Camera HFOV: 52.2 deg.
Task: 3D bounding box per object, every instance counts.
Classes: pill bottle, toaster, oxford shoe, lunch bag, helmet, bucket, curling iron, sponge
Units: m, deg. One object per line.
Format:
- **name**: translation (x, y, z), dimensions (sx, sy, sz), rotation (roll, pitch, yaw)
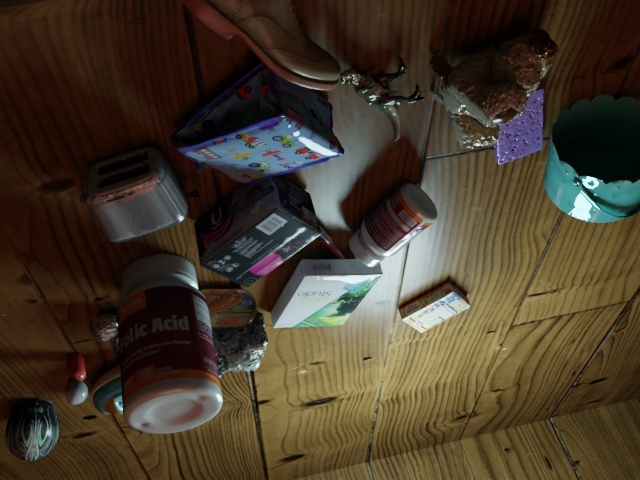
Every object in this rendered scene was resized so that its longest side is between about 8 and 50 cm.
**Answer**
- **pill bottle**: translation (0.182, -0.035, 1.668), dimensions (0.121, 0.121, 0.221), rotation (21, 129, -39)
- **toaster**: translation (-0.380, -0.099, 1.367), dimensions (0.227, 0.129, 0.146), rotation (-17, 141, 2)
- **pill bottle**: translation (-0.372, 0.239, 1.577), dimensions (0.224, 0.392, 0.224), rotation (-11, 142, -9)
- **oxford shoe**: translation (-0.072, -0.379, 1.139), dimensions (0.348, 0.123, 0.130), rotation (22, 123, -41)
- **lunch bag**: translation (-0.139, -0.202, 1.327), dimensions (0.293, 0.138, 0.221), rotation (-25, 155, 26)
- **helmet**: translation (-0.888, 0.590, 2.015), dimensions (0.169, 0.161, 0.169), rotation (-11, 142, -8)
- **bucket**: translation (0.674, -0.188, 1.556), dimensions (0.281, 0.281, 0.183), rotation (-15, 146, -3)
- **curling iron**: translation (0.000, 0.000, 1.713), dimensions (0.068, 0.035, 0.274), rotation (-22, 143, 7)
- **sponge**: translation (0.468, -0.275, 1.549), dimensions (0.117, 0.031, 0.210), rotation (-20, 143, 3)

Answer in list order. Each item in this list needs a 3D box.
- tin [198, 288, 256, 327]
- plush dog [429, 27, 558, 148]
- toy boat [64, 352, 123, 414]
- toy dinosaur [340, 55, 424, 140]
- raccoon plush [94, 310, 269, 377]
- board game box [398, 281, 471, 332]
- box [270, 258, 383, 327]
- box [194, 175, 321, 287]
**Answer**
- **tin**: translation (-0.271, 0.185, 1.792), dimensions (0.190, 0.106, 0.040), rotation (3, 173, -24)
- **plush dog**: translation (0.370, -0.338, 1.347), dimensions (0.225, 0.210, 0.262), rotation (-29, 172, -7)
- **toy boat**: translation (-0.622, 0.441, 1.941), dimensions (0.267, 0.148, 0.318), rotation (-34, 140, 22)
- **toy dinosaur**: translation (0.142, -0.308, 1.362), dimensions (0.118, 0.064, 0.268), rotation (-27, 145, 23)
- **raccoon plush**: translation (-0.347, 0.274, 1.806), dimensions (0.299, 0.216, 0.446), rotation (-39, 138, 15)
- **board game box**: translation (0.373, 0.220, 2.129), dimensions (0.193, 0.045, 0.147), rotation (-32, 141, 19)
- **box**: translation (0.010, 0.155, 1.866), dimensions (0.232, 0.058, 0.322), rotation (0, 149, -22)
- **box**: translation (-0.152, -0.031, 1.530), dimensions (0.247, 0.142, 0.163), rotation (-36, 138, 22)
